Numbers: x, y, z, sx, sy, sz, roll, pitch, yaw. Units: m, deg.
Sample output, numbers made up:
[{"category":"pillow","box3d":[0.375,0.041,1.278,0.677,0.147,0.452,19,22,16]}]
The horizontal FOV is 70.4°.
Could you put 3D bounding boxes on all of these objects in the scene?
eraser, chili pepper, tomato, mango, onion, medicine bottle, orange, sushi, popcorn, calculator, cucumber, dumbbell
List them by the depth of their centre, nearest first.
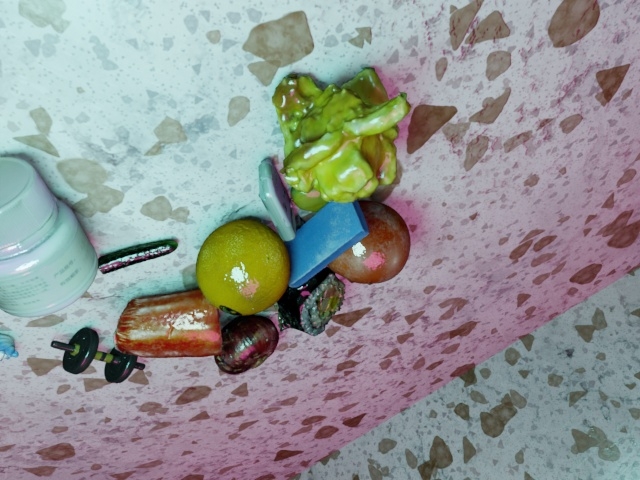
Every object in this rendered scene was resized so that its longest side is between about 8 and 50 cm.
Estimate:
[{"category":"medicine bottle","box3d":[-0.654,-0.003,0.988,0.241,0.241,0.301,-13,139,-11]},{"category":"popcorn","box3d":[0.067,-0.244,1.060,0.321,0.325,0.290,11,154,24]},{"category":"calculator","box3d":[-0.115,-0.103,1.211,0.045,0.141,0.246,-14,140,7]},{"category":"cucumber","box3d":[-0.498,0.038,1.250,0.215,0.058,0.052,-18,106,-10]},{"category":"orange","box3d":[-0.215,0.076,1.266,0.274,0.274,0.274,-13,139,-12]},{"category":"eraser","box3d":[0.000,0.000,1.273,0.043,0.144,0.312,10,140,-44]},{"category":"mango","box3d":[0.007,-0.131,1.278,0.191,0.085,0.122,3,132,-25]},{"category":"tomato","box3d":[0.136,-0.001,1.348,0.265,0.264,0.264,-13,139,-12]},{"category":"chili pepper","box3d":[-0.450,0.253,1.414,0.306,0.229,0.251,1,166,-6]},{"category":"dumbbell","box3d":[-0.700,0.371,1.452,0.143,0.143,0.325,-36,138,15]},{"category":"sushi","box3d":[-0.056,0.171,1.475,0.239,0.219,0.224,-24,124,-29]},{"category":"onion","box3d":[-0.268,0.365,1.613,0.246,0.190,0.246,-32,154,-17]}]

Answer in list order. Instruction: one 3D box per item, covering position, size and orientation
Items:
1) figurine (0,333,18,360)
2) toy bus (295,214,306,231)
[{"category":"figurine","box3d":[-0.946,0.311,1.321,0.114,0.079,0.114,21,161,7]},{"category":"toy bus","box3d":[-0.045,-0.025,1.395,0.037,0.052,0.131,-28,138,18]}]
